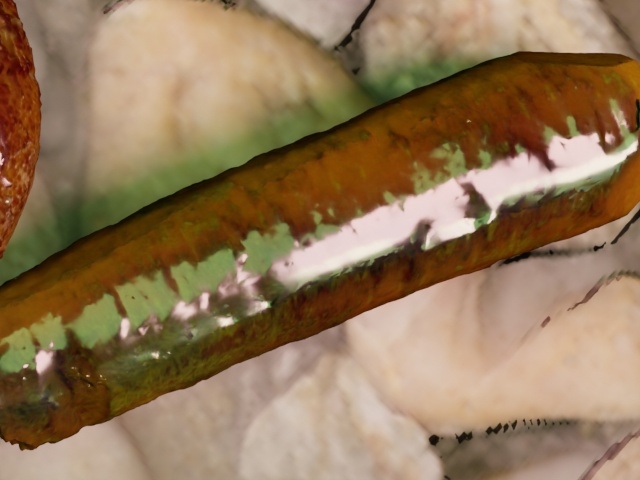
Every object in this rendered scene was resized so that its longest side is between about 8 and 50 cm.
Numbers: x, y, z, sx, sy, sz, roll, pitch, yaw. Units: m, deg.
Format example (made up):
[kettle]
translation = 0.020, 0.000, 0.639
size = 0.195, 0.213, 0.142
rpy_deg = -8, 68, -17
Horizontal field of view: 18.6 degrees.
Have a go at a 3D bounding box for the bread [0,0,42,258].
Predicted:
[bread]
translation = -0.176, -0.041, 0.604
size = 0.193, 0.064, 0.193
rpy_deg = 2, 70, -7

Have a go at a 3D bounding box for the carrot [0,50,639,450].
[carrot]
translation = 0.000, 0.000, 0.660
size = 0.260, 0.070, 0.070
rpy_deg = -23, 86, -17
